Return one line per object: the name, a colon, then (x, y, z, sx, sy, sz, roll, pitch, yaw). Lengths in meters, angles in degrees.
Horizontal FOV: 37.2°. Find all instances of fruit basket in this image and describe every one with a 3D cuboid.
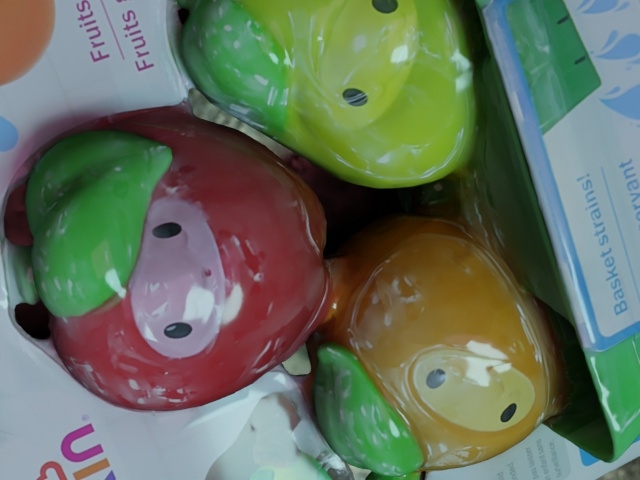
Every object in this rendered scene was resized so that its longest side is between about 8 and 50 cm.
fruit basket: (0.000, 0.000, 0.375, 0.353, 0.165, 0.327, -23, 103, -18)
